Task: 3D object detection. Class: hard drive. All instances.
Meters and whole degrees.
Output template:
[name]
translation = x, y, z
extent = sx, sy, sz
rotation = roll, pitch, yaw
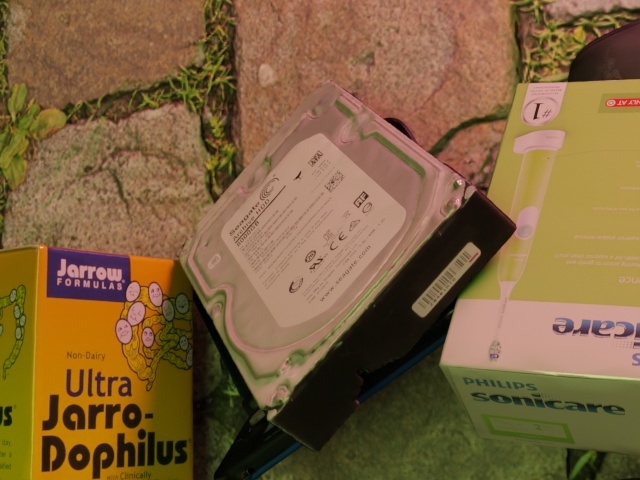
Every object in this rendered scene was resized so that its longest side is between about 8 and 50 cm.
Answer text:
[hard drive]
translation = 0.000, 0.000, 0.989
extent = 0.237, 0.064, 0.339
rotation = -48, 28, 5

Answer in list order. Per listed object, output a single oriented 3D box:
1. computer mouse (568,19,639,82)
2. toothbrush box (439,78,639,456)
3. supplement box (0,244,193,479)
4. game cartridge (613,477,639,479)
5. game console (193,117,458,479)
[computer mouse]
translation = 0.334, -0.195, 0.972
extent = 0.262, 0.060, 0.184
rotation = -4, 82, 26
[toothbrush box]
translation = 0.235, 0.015, 0.893
extent = 0.206, 0.122, 0.283
rotation = 1, 53, 27
[supplement box]
translation = -0.256, 0.195, 1.119
extent = 0.195, 0.194, 0.357
rotation = -8, 80, 41
[game cartridge]
translation = 0.190, 0.320, 0.943
extent = 0.297, 0.062, 0.198
rotation = -37, 65, 33
[game console]
translation = -0.006, 0.049, 1.055
extent = 0.293, 0.250, 0.173
rotation = -39, 94, 18
